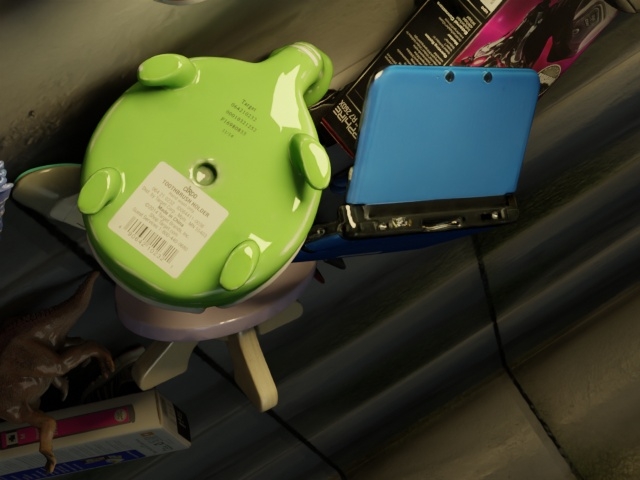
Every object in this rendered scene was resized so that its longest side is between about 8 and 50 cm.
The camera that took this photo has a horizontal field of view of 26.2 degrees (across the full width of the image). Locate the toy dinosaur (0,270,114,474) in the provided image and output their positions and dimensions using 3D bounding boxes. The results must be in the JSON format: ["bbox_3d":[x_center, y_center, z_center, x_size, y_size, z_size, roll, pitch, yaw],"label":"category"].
[{"bbox_3d":[-0.388,0.158,1.715,0.200,0.127,0.295,26,107,-26],"label":"toy dinosaur"}]

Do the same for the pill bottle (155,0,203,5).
[{"bbox_3d":[-0.120,-0.277,1.090,0.108,0.108,0.180,-29,160,-10],"label":"pill bottle"}]

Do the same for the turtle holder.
[{"bbox_3d":[-0.120,-0.079,1.434,0.243,0.320,0.227,9,167,-5],"label":"turtle holder"}]

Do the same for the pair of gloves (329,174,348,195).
[{"bbox_3d":[0.098,-0.087,1.948,0.159,0.023,0.198,-26,162,5],"label":"pair of gloves"}]

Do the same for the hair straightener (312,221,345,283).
[{"bbox_3d":[0.000,0.000,2.021,0.089,0.047,0.230,-34,156,3],"label":"hair straightener"}]

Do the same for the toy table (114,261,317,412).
[{"bbox_3d":[-0.134,0.088,1.773,0.274,0.252,0.161,-14,138,-19],"label":"toy table"}]

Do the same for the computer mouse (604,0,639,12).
[{"bbox_3d":[0.244,-0.310,1.380,0.184,0.262,0.060,-33,142,17],"label":"computer mouse"}]

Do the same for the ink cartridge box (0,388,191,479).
[{"bbox_3d":[-0.389,0.301,2.012,0.371,0.069,0.176,-14,160,3],"label":"ink cartridge box"}]

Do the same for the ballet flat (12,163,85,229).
[{"bbox_3d":[-0.243,-0.042,1.512,0.072,0.068,0.213,-42,158,27],"label":"ballet flat"}]

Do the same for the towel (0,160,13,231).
[{"bbox_3d":[-0.427,0.071,1.447,0.243,0.040,0.336,-42,168,-32],"label":"towel"}]

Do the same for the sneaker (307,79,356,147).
[{"bbox_3d":[0.024,-0.146,1.698,0.089,0.051,0.170,-32,155,-2],"label":"sneaker"}]

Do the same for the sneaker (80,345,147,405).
[{"bbox_3d":[-0.301,0.233,2.056,0.063,0.074,0.170,-8,149,-49],"label":"sneaker"}]

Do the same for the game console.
[{"bbox_3d":[0.092,-0.085,1.591,0.293,0.173,0.250,-5,171,-44],"label":"game console"}]

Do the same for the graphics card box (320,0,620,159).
[{"bbox_3d":[0.198,-0.228,1.620,0.371,0.094,0.233,-49,150,19],"label":"graphics card box"}]
